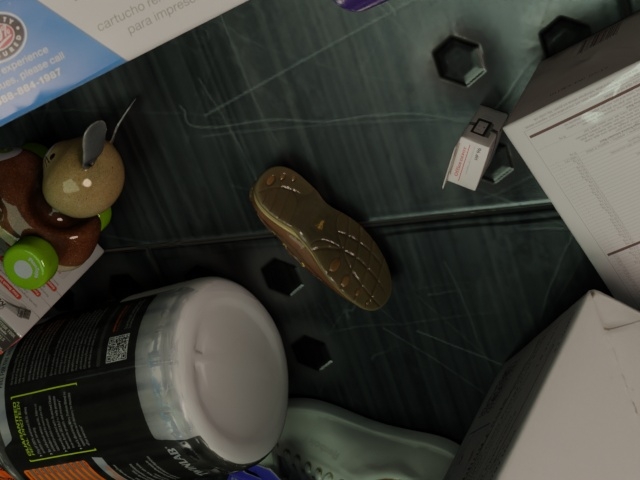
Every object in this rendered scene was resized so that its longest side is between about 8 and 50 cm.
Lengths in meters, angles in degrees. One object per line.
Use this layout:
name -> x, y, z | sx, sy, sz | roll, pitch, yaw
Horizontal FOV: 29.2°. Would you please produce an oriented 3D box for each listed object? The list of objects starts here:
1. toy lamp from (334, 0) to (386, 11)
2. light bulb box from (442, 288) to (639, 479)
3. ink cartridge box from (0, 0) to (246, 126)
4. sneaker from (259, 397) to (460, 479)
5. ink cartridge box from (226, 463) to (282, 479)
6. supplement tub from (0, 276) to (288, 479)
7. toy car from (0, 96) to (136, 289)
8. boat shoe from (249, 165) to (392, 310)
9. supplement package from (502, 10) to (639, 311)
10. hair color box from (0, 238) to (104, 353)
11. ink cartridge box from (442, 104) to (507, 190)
toy lamp -> 0.093, -0.270, 0.961 | 0.080, 0.080, 0.275 | 44, 141, -7
light bulb box -> 0.206, 0.273, 1.027 | 0.225, 0.358, 0.361 | 28, 167, 6
ink cartridge box -> -0.262, -0.321, 0.964 | 0.166, 0.285, 0.395 | 29, 146, 62
sneaker -> 0.012, 0.253, 1.342 | 0.290, 0.123, 0.106 | 5, 125, 24
ink cartridge box -> -0.038, 0.323, 1.387 | 0.208, 0.045, 0.206 | 46, 161, -16
supplement tub -> -0.220, 0.169, 1.340 | 0.338, 0.207, 0.207 | -14, 114, 32
toy car -> -0.259, -0.071, 1.242 | 0.149, 0.155, 0.188 | 41, 120, -4
boat shoe -> -0.001, 0.000, 1.223 | 0.178, 0.064, 0.060 | 45, 159, -6
supplement package -> 0.282, -0.049, 1.001 | 0.139, 0.134, 0.244 | -25, 108, 35
hair color box -> -0.319, 0.034, 1.321 | 0.093, 0.167, 0.053 | 47, 128, -9
ink cartridge box -> 0.137, -0.078, 1.083 | 0.028, 0.083, 0.048 | 22, 128, 11
